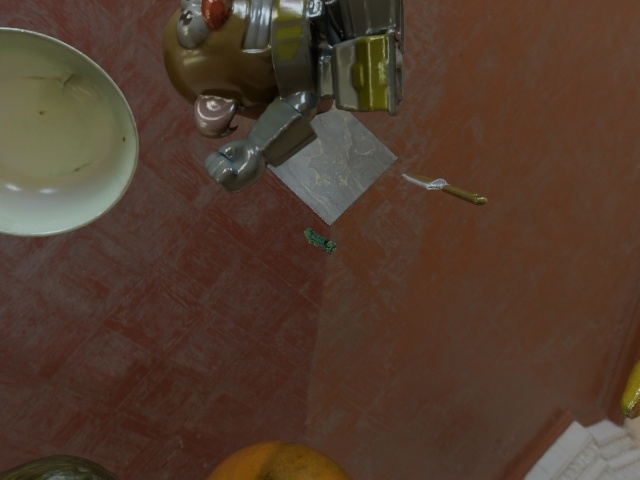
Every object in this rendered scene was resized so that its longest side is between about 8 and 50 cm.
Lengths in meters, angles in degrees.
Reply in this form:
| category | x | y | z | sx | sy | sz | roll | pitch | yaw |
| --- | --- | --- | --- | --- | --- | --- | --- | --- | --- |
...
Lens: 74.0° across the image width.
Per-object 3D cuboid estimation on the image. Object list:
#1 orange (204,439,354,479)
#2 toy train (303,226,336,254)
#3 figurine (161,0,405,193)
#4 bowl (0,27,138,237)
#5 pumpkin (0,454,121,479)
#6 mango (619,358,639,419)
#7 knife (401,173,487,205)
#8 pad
| category | x | y | z | sx | sy | sz | roll | pitch | yaw |
| --- | --- | --- | --- | --- | --- | --- | --- | --- | --- |
| orange | -0.048 | 0.344 | 0.464 | 0.240 | 0.240 | 0.171 | -43 | 124 | -5 |
| toy train | 0.000 | 0.000 | 1.021 | 0.029 | 0.092 | 0.045 | -48 | 138 | -18 |
| figurine | -0.046 | -0.220 | 0.494 | 0.284 | 0.343 | 0.167 | 2 | 140 | 16 |
| bowl | -0.424 | -0.155 | 0.625 | 0.276 | 0.145 | 0.278 | -11 | 114 | -27 |
| pumpkin | -0.277 | 0.324 | 0.348 | 0.280 | 0.139 | 0.190 | -41 | 113 | -28 |
| mango | 0.660 | 0.285 | 0.851 | 0.187 | 0.066 | 0.101 | -43 | 125 | -12 |
| knife | 0.200 | -0.096 | 0.733 | 0.046 | 0.256 | 0.022 | -6 | 108 | -11 |
| pad | 0.031 | -0.212 | 1.058 | 0.247 | 0.007 | 0.367 | 44 | 49 | 1 |
